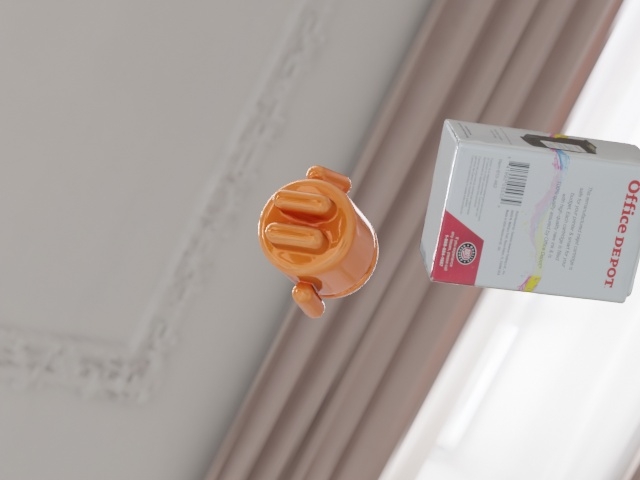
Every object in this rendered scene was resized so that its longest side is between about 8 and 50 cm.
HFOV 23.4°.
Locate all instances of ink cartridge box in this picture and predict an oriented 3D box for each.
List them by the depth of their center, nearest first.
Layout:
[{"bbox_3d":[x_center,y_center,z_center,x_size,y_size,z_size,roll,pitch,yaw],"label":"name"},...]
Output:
[{"bbox_3d":[0.184,-0.024,1.320,0.175,0.127,0.072,7,-160,-8],"label":"ink cartridge box"}]

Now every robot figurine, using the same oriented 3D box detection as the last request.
[{"bbox_3d":[0.001,-0.002,1.921,0.158,0.128,0.219,63,-174,22],"label":"robot figurine"}]
